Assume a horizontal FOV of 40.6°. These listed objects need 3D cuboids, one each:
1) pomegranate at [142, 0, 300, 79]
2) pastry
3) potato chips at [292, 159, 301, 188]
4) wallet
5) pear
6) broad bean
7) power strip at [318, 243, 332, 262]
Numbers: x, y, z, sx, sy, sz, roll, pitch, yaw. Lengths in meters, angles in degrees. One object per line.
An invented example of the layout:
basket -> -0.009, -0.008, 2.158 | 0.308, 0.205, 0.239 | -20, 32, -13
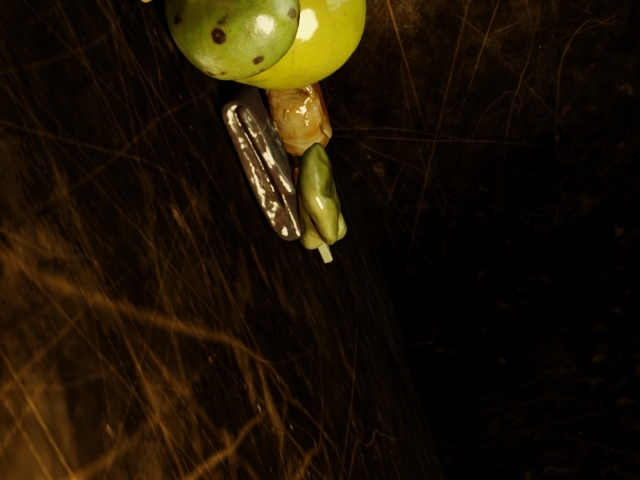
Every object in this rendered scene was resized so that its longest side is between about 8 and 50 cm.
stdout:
pomegranate -> -0.104, -0.240, 0.864 | 0.169, 0.148, 0.148 | 31, 32, -39
pastry -> -0.045, -0.252, 1.520 | 0.229, 0.100, 0.218 | 46, 28, -79
potato chips -> -0.018, -0.066, 1.529 | 0.026, 0.037, 0.204 | -90, 167, -45
wallet -> -0.070, -0.112, 1.106 | 0.229, 0.049, 0.182 | -98, 166, -72
pear -> -0.045, -0.302, 1.121 | 0.269, 0.212, 0.212 | -45, 122, -43
broad bean -> -0.001, -0.062, 1.234 | 0.206, 0.072, 0.153 | 97, -20, -70
power strip -> 0.000, 0.000, 1.537 | 0.040, 0.016, 0.090 | -105, 173, -46
